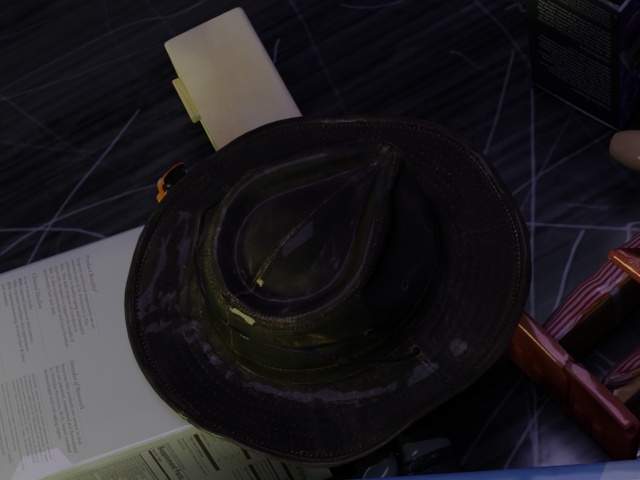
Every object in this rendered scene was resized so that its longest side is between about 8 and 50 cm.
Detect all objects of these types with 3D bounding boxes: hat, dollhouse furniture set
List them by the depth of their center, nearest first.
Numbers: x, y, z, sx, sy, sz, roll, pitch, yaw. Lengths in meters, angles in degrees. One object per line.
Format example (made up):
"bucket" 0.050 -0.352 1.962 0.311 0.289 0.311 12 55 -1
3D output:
"hat" 0.000 0.000 1.260 0.331 0.134 0.331 -3 60 4
"dollhouse furniture set" 0.266 0.011 1.285 0.201 0.374 0.152 -39 67 -12

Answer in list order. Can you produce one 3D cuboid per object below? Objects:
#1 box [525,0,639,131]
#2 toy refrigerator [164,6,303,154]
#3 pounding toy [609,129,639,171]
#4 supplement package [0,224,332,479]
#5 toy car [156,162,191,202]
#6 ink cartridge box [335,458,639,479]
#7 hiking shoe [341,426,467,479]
"box" 0.274 -0.227 1.501 0.108 0.207 0.153 33 74 24
"toy refrigerator" -0.054 -0.081 1.550 0.094 0.102 0.269 -26 61 -3
"pounding toy" 0.389 -0.154 1.468 0.154 0.155 0.269 26 70 27
"supplement package" -0.154 0.127 1.404 0.262 0.198 0.199 -19 60 1
"toy car" -0.155 -0.014 1.563 0.040 0.060 0.122 -4 49 45
"ink cartridge box" 0.077 0.295 1.081 0.395 0.151 0.270 -7 69 11
"hiking shoe" 0.011 0.285 1.339 0.304 0.113 0.132 -38 73 -2
